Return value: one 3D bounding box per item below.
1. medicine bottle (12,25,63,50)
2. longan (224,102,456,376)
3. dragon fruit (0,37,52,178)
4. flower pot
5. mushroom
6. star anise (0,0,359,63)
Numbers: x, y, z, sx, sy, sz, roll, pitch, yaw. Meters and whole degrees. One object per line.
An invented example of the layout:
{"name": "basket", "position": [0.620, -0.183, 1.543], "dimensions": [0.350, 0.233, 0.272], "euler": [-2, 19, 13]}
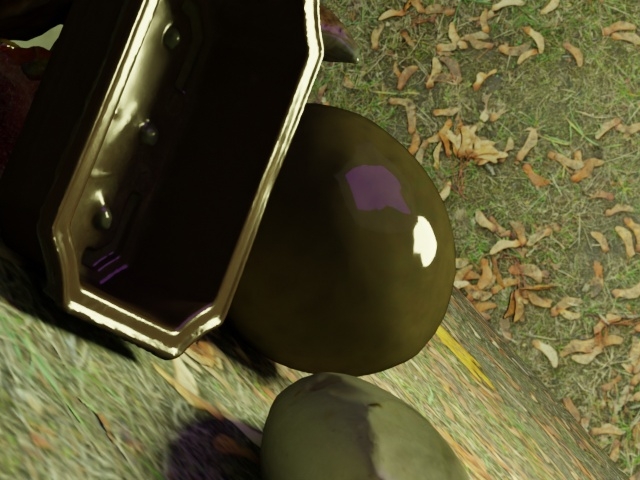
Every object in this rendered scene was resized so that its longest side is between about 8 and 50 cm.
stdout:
{"name": "medicine bottle", "position": [-0.244, -0.277, 1.157], "dimensions": [0.190, 0.190, 0.332], "euler": [42, 9, -32]}
{"name": "longan", "position": [0.000, 0.000, 1.040], "dimensions": [0.220, 0.196, 0.196], "euler": [53, 8, 9]}
{"name": "dragon fruit", "position": [-0.177, -0.084, 0.862], "dimensions": [0.147, 0.096, 0.102], "euler": [47, 12, 20]}
{"name": "flower pot", "position": [-0.099, -0.070, 0.808], "dimensions": [0.084, 0.251, 0.179], "euler": [15, -11, 31]}
{"name": "mushroom", "position": [0.018, 0.127, 0.816], "dimensions": [0.118, 0.103, 0.270], "euler": [45, 2, -10]}
{"name": "star anise", "position": [-0.120, -0.193, 0.947], "dimensions": [0.332, 0.331, 0.117], "euler": [46, 12, -1]}
